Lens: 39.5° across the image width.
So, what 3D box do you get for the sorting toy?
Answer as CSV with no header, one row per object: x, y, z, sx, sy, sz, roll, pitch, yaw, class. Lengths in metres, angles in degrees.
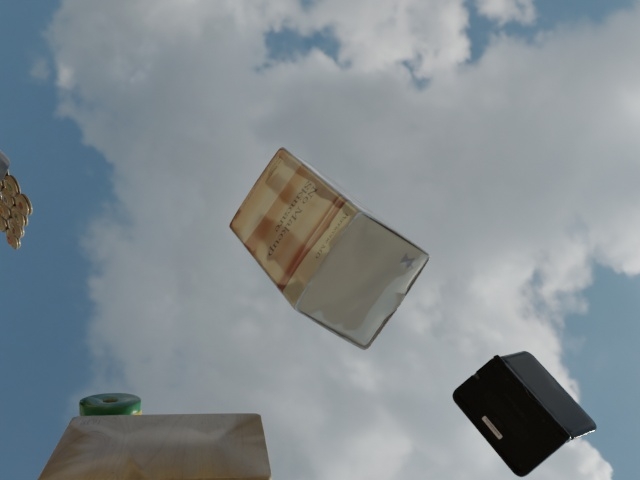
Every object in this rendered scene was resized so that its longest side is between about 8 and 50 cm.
-0.100,0.151,0.557,0.132,0.274,0.046,0,-85,-7,sorting toy

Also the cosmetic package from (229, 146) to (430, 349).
0.000,0.000,1.196,0.153,0.129,0.296,-56,-150,4,cosmetic package

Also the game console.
0.228,0.192,1.000,0.107,0.071,0.122,-41,-121,1,game console

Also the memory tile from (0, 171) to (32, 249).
-0.515,-0.059,1.459,0.113,0.012,0.148,55,-39,12,memory tile

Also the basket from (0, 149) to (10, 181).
-0.460,-0.111,0.941,0.204,0.227,0.154,-20,-142,42,basket
